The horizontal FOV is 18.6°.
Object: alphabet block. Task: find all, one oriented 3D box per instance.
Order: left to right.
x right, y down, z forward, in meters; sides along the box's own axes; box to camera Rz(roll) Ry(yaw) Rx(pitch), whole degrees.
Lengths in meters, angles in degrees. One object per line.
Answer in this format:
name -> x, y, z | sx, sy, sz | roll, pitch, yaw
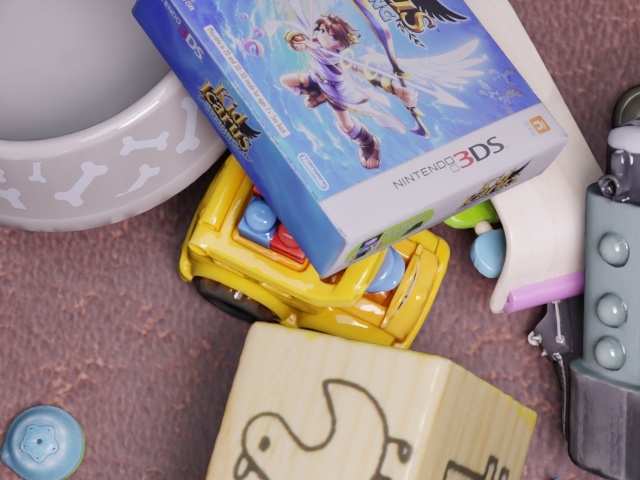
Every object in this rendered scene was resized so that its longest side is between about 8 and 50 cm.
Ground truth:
alphabet block -> 0.036, 0.193, 1.566 | 0.192, 0.193, 0.197 | 9, 77, 30

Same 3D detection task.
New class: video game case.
video game case -> 0.026, -0.130, 1.535 | 0.244, 0.061, 0.269 | -25, 72, -36

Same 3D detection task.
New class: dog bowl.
dog bowl -> -0.218, -0.185, 1.647 | 0.348, 0.102, 0.349 | -4, 65, 9

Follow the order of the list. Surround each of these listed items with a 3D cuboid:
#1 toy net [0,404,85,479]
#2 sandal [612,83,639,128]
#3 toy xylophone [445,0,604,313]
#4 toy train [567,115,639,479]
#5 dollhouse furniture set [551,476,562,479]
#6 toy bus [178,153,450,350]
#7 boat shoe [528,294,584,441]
toy net -> -0.321, 0.154, 1.665 | 0.232, 0.045, 0.122 | 31, 82, 5
sandal -> 0.317, -0.036, 1.712 | 0.090, 0.060, 0.219 | -14, 86, -4
toy xylophone -> 0.115, -0.092, 1.642 | 0.236, 0.081, 0.323 | -3, 61, -27
toy train -> 0.292, 0.046, 1.589 | 0.190, 0.142, 0.334 | -17, 115, -40
dollhouse furniture set -> 0.238, 0.255, 1.623 | 0.129, 0.129, 0.184 | -36, 83, -8
toy bus -> 0.000, 0.000, 1.620 | 0.220, 0.211, 0.149 | 26, 78, 1
boat shoe -> 0.215, 0.079, 1.693 | 0.065, 0.075, 0.206 | 0, 77, 18
